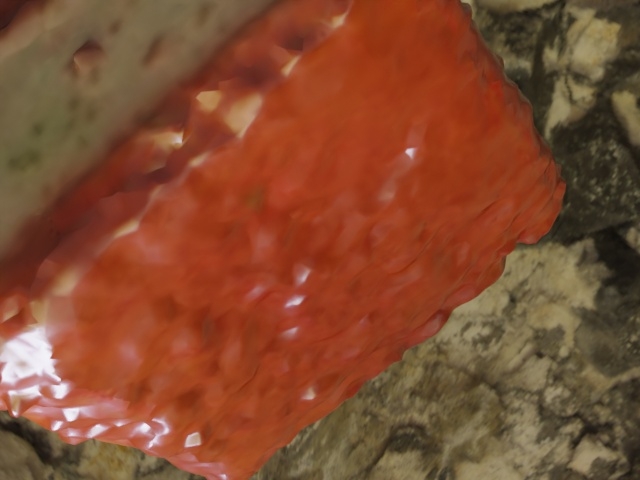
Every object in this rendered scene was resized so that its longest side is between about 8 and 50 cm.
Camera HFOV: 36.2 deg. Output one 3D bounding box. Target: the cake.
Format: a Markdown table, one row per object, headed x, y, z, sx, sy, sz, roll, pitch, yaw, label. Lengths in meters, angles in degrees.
| x | y | z | sx | sy | sz | roll | pitch | yaw | label |
| --- | --- | --- | --- | --- | --- | --- | --- | --- | --- |
| -0.078 | -0.082 | 0.484 | 0.269 | 0.270 | 0.319 | -43 | -121 | 5 | cake |
